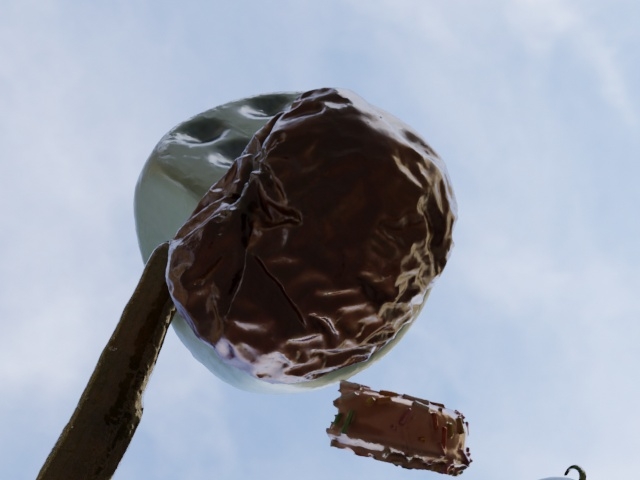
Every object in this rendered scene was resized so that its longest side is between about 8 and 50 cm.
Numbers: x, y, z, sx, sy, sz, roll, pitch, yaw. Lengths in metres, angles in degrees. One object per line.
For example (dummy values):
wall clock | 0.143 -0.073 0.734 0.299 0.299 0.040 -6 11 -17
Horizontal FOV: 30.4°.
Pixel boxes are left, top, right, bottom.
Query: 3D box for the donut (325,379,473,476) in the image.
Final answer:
donut | 0.085 0.175 1.066 0.166 0.117 0.065 25 -103 -60

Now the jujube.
jujube | 0.000 0.000 0.965 0.213 0.213 0.232 31 -75 -34

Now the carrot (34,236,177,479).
carrot | -0.192 0.141 1.122 0.070 0.070 0.342 38 -115 -33

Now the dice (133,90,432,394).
dice | -0.040 -0.003 1.357 0.264 0.268 0.262 -25 -52 -28

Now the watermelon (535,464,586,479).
watermelon | 0.194 0.236 0.946 0.109 0.109 0.109 -2 -86 -37
